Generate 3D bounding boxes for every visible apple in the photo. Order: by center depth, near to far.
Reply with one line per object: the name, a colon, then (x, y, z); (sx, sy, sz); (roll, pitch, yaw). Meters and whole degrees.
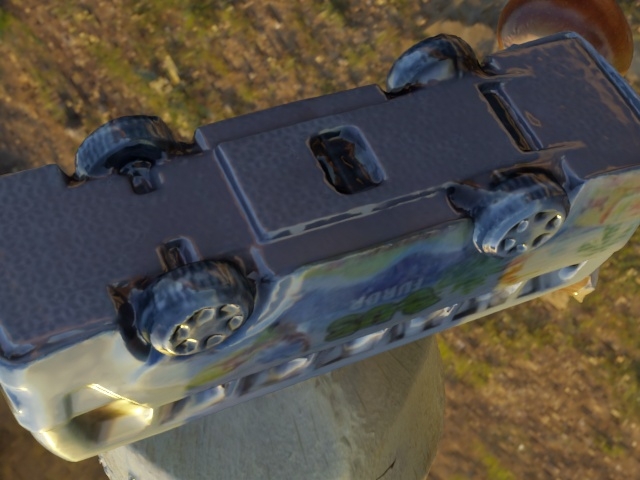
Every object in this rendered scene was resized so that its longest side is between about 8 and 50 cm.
apple: (0.428, -0.355, 1.904); (0.235, 0.173, 0.210); (37, 151, 1)

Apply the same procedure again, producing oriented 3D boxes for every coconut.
coconut: (-0.054, 0.141, 1.048); (0.346, 0.346, 0.360); (29, 146, 25)

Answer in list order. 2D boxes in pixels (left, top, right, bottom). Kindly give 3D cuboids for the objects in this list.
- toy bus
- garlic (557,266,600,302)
toy bus: (0.000, 0.000, 0.523); (0.109, 0.329, 0.136); (61, 156, 30)
garlic: (0.210, -0.012, 1.323); (0.266, 0.128, 0.148); (18, 110, 12)
